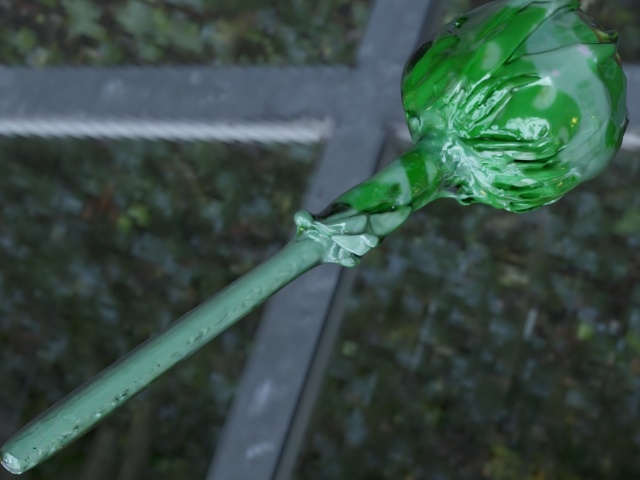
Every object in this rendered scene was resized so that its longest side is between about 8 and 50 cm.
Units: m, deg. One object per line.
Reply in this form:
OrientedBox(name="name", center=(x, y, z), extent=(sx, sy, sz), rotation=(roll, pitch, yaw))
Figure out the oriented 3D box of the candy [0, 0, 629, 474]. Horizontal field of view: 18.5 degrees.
OrientedBox(name="candy", center=(0.002, 0.001, 0.809), extent=(0.097, 0.323, 0.097), rotation=(43, 155, 26))
